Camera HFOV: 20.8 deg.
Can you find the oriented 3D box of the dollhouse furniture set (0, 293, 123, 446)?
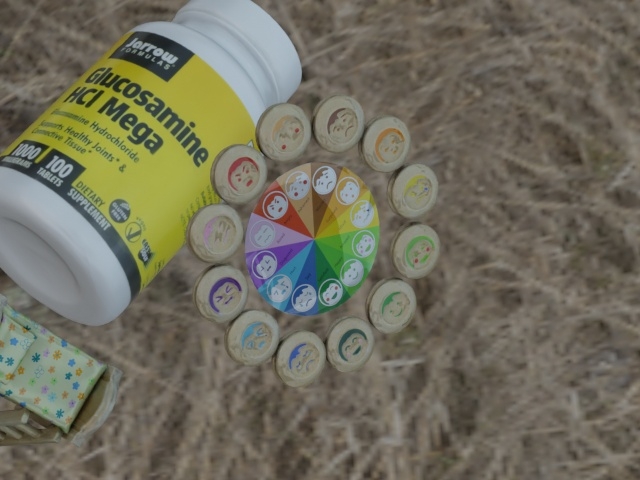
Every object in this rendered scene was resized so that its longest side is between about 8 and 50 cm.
[{"bbox_3d":[-0.250,0.104,1.120,0.182,0.101,0.161,36,78,-35],"label":"dollhouse furniture set"}]

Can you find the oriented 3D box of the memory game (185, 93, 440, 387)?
[{"bbox_3d":[0.000,0.000,1.084,0.186,0.012,0.186,-8,105,-30],"label":"memory game"}]

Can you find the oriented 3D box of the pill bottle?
[{"bbox_3d":[-0.172,-0.092,1.710,0.188,0.188,0.334,49,62,-15],"label":"pill bottle"}]
